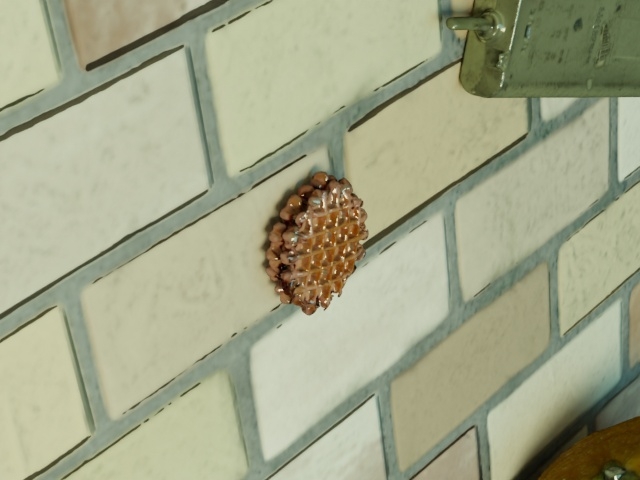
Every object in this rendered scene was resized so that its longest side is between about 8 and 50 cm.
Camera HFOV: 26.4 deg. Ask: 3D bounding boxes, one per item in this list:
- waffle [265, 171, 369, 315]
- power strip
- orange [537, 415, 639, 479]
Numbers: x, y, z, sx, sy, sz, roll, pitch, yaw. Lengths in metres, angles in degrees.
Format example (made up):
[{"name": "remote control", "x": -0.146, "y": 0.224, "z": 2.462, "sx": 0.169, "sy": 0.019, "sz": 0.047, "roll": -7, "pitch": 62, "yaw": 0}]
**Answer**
[{"name": "waffle", "x": 0.000, "y": 0.000, "z": 0.804, "sx": 0.083, "sy": 0.029, "sz": 0.075, "roll": -54, "pitch": 143, "yaw": -21}, {"name": "power strip", "x": 0.168, "y": -0.143, "z": 0.928, "sx": 0.268, "sy": 0.034, "sz": 0.092, "roll": -7, "pitch": 113, "yaw": -48}, {"name": "orange", "x": 0.272, "y": 0.260, "z": 1.073, "sx": 0.264, "sy": 0.264, "sz": 0.264, "roll": -24, "pitch": 125, "yaw": -41}]
